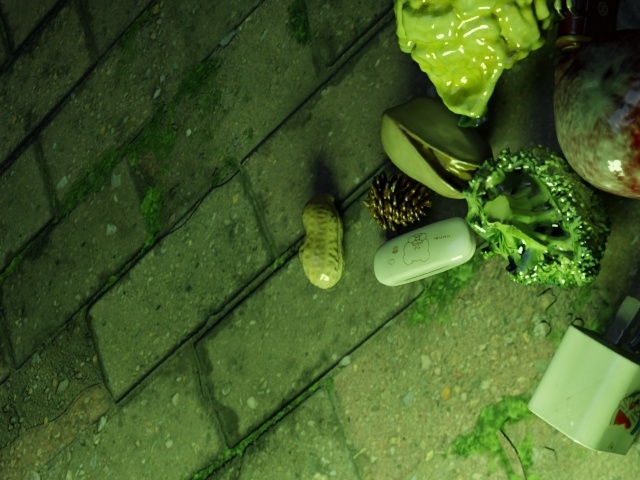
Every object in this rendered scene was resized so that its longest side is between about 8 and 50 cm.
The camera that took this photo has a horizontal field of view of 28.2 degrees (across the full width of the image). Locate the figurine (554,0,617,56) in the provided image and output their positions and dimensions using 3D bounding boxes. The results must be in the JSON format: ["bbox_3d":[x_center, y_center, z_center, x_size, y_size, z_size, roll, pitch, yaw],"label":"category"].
[{"bbox_3d":[0.391,-0.361,1.925,0.082,0.098,0.154,0,79,45],"label":"figurine"}]

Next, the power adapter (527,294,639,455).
[{"bbox_3d":[0.394,0.172,1.732,0.125,0.130,0.205,34,102,43],"label":"power adapter"}]

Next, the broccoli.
[{"bbox_3d":[0.314,-0.029,1.841,0.198,0.176,0.226,-56,22,37],"label":"broccoli"}]

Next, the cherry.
[{"bbox_3d":[0.432,-0.182,1.758,0.230,0.203,0.300,-62,38,19],"label":"cherry"}]

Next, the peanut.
[{"bbox_3d":[0.000,0.000,2.189,0.080,0.080,0.175,-19,61,37],"label":"peanut"}]

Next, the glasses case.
[{"bbox_3d":[0.166,0.019,2.045,0.193,0.049,0.074,-21,64,38],"label":"glasses case"}]

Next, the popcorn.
[{"bbox_3d":[0.226,-0.377,1.958,0.293,0.237,0.293,-36,33,28],"label":"popcorn"}]

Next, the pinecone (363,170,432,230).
[{"bbox_3d":[0.126,-0.060,2.081,0.109,0.102,0.102,20,91,34],"label":"pinecone"}]

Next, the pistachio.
[{"bbox_3d":[0.182,-0.150,2.030,0.206,0.131,0.130,43,114,36],"label":"pistachio"}]
